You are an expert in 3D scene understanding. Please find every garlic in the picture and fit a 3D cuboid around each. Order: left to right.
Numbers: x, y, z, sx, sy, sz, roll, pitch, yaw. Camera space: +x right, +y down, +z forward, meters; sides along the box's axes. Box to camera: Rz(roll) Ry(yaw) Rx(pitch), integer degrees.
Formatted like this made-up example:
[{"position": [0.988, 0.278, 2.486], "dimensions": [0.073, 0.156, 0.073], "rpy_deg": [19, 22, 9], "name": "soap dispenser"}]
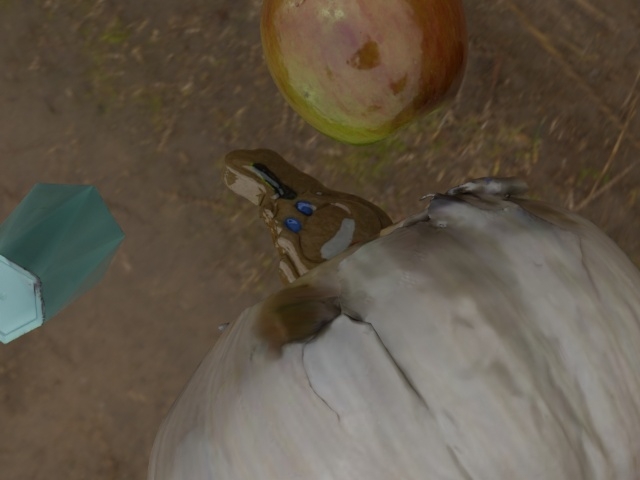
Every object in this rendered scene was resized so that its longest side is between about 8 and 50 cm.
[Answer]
[{"position": [0.043, 0.104, 0.814], "dimensions": [0.322, 0.322, 0.241], "rpy_deg": [-19, 69, 27], "name": "garlic"}]

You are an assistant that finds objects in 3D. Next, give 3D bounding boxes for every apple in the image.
[{"position": [0.043, -0.180, 1.350], "dimensions": [0.196, 0.196, 0.196], "rpy_deg": [8, 115, 18], "name": "apple"}]

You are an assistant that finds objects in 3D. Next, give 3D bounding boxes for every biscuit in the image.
[{"position": [0.004, -0.006, 1.774], "dimensions": [0.320, 0.183, 0.047], "rpy_deg": [47, 137, 24], "name": "biscuit"}]

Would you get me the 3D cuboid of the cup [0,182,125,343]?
[{"position": [-0.333, 0.031, 1.749], "dimensions": [0.148, 0.235, 0.134], "rpy_deg": [-1, 110, 9], "name": "cup"}]
